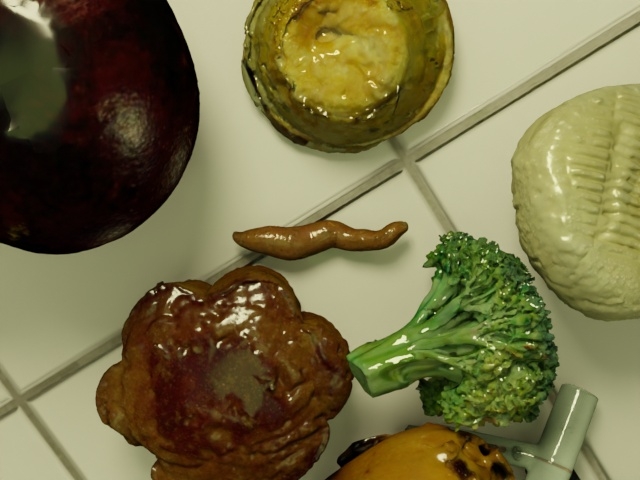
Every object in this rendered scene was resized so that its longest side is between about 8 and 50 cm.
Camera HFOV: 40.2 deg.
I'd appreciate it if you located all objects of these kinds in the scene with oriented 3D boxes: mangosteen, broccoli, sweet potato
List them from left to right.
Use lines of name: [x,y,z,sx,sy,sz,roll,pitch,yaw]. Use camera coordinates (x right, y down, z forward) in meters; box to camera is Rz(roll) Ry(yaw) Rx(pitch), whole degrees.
mangosteen: [-0.251,-0.129,0.746,0.297,0.293,0.297,3,102,13]
sweet potato: [0.000,-0.003,0.890,0.179,0.044,0.044,-1,103,2]
broccoli: [0.120,0.100,0.838,0.194,0.194,0.220,-5,139,4]

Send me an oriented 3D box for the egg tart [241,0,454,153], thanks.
egg tart: [0.024,-0.182,0.827,0.212,0.090,0.213,1,103,7]

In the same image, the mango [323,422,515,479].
mango: [0.078,0.301,0.869,0.201,0.153,0.287,25,122,-4]

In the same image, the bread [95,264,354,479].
bread: [-0.093,0.133,0.878,0.246,0.135,0.232,-33,99,10]

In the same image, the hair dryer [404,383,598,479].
hair dryer: [0.180,0.201,0.926,0.183,0.044,0.155,22,77,20]

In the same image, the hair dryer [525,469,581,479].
hair dryer: [0.296,0.343,0.947,0.197,0.089,0.251,-29,91,11]

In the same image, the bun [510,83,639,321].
bun: [0.273,-0.031,0.823,0.220,0.134,0.221,2,84,-19]
